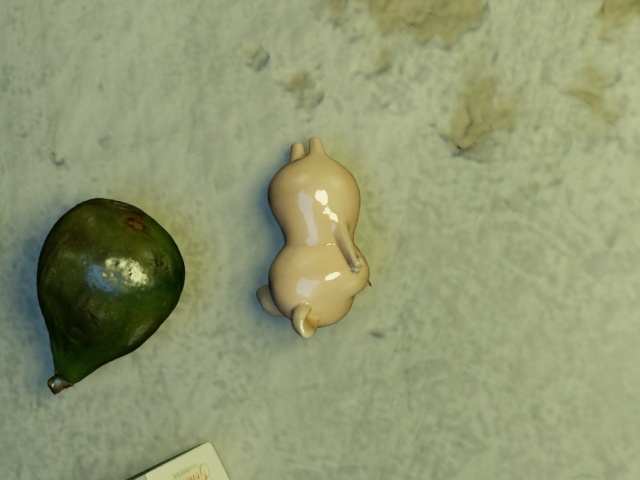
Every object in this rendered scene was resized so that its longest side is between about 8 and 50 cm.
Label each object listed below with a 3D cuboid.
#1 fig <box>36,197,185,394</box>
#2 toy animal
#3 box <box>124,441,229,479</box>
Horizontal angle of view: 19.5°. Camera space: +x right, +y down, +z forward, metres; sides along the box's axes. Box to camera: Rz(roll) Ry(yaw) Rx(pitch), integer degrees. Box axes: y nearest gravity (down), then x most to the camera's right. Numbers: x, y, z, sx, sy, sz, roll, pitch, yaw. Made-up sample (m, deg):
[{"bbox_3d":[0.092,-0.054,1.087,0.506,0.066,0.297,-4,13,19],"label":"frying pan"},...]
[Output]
[{"bbox_3d":[-0.174,0.049,1.458,0.117,0.117,0.177,39,132,15],"label":"fig"},{"bbox_3d":[-0.007,0.000,1.368,0.089,0.083,0.150,1,84,6],"label":"toy animal"},{"bbox_3d":[-0.160,0.217,1.479,0.152,0.100,0.048,-31,83,29],"label":"box"}]
